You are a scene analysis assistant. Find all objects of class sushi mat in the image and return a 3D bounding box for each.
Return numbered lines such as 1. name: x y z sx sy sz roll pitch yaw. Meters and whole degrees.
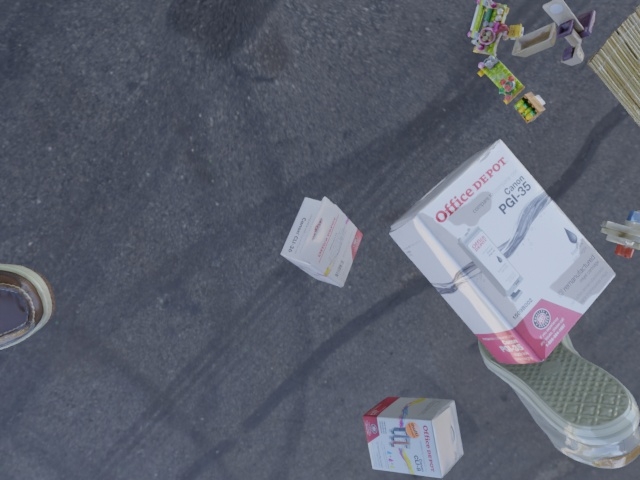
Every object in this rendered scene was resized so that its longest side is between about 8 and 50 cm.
1. sushi mat: 0.661 -0.292 0.996 0.316 0.019 0.151 41 97 -15

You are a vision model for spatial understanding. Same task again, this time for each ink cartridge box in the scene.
1. ink cartridge box: 0.280 0.019 0.810 0.207 0.117 0.283 -41 90 -18
2. ink cartridge box: 0.000 0.000 0.926 0.116 0.067 0.198 -68 152 -11
3. ink cartridge box: 0.210 0.437 1.156 0.176 0.127 0.128 -11 89 36

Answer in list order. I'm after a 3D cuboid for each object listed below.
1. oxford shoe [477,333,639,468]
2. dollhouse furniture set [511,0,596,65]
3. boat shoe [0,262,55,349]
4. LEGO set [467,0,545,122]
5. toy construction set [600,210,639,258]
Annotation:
1. oxford shoe: 0.415 0.248 0.940 0.169 0.449 0.130 -29 106 4
2. dollhouse furniture set: 0.301 -0.287 0.716 0.081 0.114 0.091 30 72 -28
3. boat shoe: -0.398 0.087 0.510 0.257 0.095 0.095 -11 103 10
4. LEGO set: 0.353 -0.370 0.999 0.132 0.107 0.287 -4 95 31
5. toy construction set: 0.652 -0.098 0.910 0.215 0.151 0.328 4 119 -54
